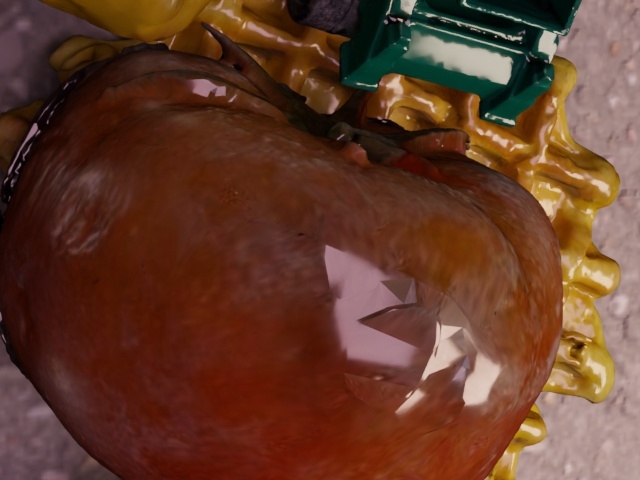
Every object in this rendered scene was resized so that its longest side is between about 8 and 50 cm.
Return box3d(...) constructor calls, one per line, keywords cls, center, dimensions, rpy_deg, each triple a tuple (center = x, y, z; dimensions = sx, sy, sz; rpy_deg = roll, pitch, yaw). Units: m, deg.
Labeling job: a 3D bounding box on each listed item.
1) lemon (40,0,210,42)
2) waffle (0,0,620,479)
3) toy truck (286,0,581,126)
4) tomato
box3d(cls="lemon", center=(-0.079, -0.240, 0.498), dimensions=(0.336, 0.336, 0.336), rpy_deg=(-4, 100, -23))
box3d(cls="waffle", center=(0.000, 0.000, 0.708), dimensions=(0.283, 0.065, 0.309), rpy_deg=(-27, 105, -17))
box3d(cls="toy truck", center=(0.061, -0.164, 0.641), dimensions=(0.110, 0.116, 0.216), rpy_deg=(12, 65, -28))
box3d(cls="tomato", center=(-0.002, 0.023, 0.596), dimensions=(0.214, 0.155, 0.180), rpy_deg=(12, 96, -25))
